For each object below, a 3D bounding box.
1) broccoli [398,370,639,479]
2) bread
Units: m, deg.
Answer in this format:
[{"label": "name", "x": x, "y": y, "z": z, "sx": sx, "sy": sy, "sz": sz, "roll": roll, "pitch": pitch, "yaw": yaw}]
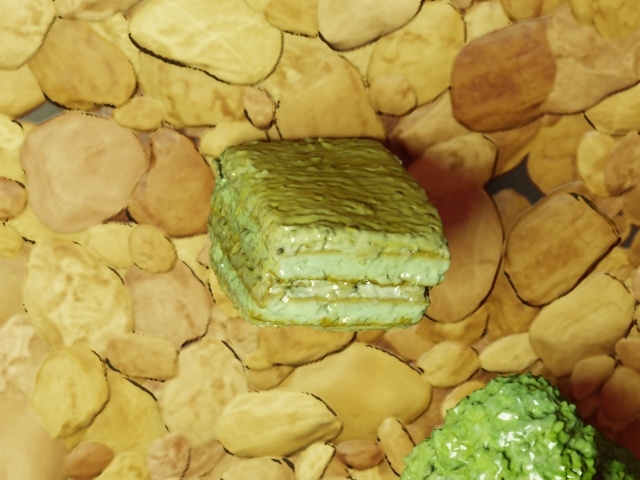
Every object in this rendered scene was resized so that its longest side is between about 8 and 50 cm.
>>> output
[{"label": "broccoli", "x": 0.117, "y": 0.247, "z": 1.493, "sx": 0.302, "sy": 0.186, "sz": 0.254, "roll": -50, "pitch": 151, "yaw": 6}, {"label": "bread", "x": 0.000, "y": 0.000, "z": 1.367, "sx": 0.138, "sy": 0.196, "sz": 0.102, "roll": -3, "pitch": 112, "yaw": -17}]
